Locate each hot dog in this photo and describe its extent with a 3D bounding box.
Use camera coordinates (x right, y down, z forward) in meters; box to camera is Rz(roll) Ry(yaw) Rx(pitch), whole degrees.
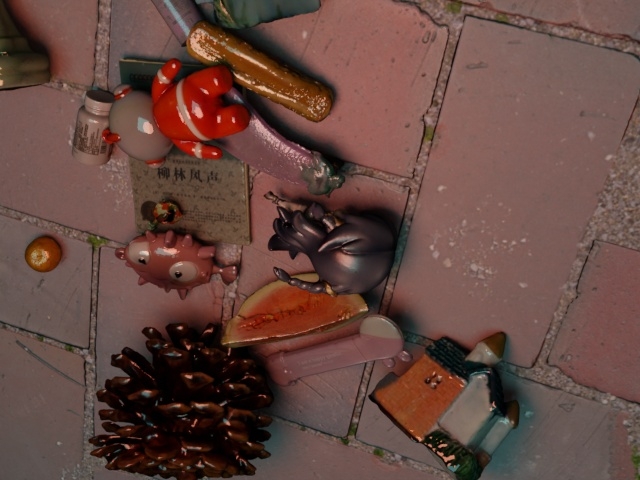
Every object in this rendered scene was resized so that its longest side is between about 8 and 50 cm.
[{"bbox_3d":[-0.107,-0.309,1.381,0.288,0.068,0.083,27,124,-13],"label":"hot dog"}]

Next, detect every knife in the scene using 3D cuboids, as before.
[{"bbox_3d":[0.020,0.240,1.601,0.398,0.038,0.132,-22,109,38],"label":"knife"}]

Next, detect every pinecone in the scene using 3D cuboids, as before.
[{"bbox_3d":[-0.299,0.353,1.627,0.397,0.398,0.398,7,116,14],"label":"pinecone"}]

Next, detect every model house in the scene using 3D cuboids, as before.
[{"bbox_3d":[-0.167,-0.495,1.270,0.241,0.225,0.261,14,120,45],"label":"model house"},{"bbox_3d":[0.288,0.311,1.531,0.291,0.184,0.253,-49,56,0],"label":"model house"}]

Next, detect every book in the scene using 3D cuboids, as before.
[{"bbox_3d":[-0.270,-0.174,1.537,0.264,0.031,0.380,6,116,13],"label":"book"}]

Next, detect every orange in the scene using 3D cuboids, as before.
[{"bbox_3d":[-0.632,0.033,1.727,0.083,0.070,0.083,1,102,7],"label":"orange"}]

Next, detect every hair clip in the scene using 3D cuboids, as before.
[{"bbox_3d":[-0.113,-0.195,1.436,0.358,0.110,0.096,29,76,-1],"label":"hair clip"}]

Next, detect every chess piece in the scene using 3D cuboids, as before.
[{"bbox_3d":[-0.646,-0.438,1.456,0.194,0.194,0.299,-4,104,19],"label":"chess piece"}]

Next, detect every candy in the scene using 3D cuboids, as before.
[{"bbox_3d":[-0.358,-0.027,1.596,0.055,0.049,0.184,38,130,-23],"label":"candy"}]

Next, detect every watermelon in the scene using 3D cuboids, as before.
[{"bbox_3d":[-0.050,0.134,1.563,0.303,0.159,0.129,-13,80,7],"label":"watermelon"}]

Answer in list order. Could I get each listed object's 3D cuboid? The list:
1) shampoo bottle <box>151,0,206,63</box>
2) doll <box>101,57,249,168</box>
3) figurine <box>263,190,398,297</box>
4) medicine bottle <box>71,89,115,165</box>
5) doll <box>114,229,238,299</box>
[{"bbox_3d":[-0.265,-0.428,1.396,0.072,0.072,0.214,-27,104,26],"label":"shampoo bottle"},{"bbox_3d":[-0.289,-0.228,1.426,0.336,0.105,0.200,-11,115,31],"label":"doll"},{"bbox_3d":[0.014,0.005,1.459,0.264,0.175,0.197,5,106,23],"label":"figurine"},{"bbox_3d":[-0.458,-0.230,1.542,0.079,0.079,0.140,23,118,6],"label":"medicine bottle"},{"bbox_3d":[-0.305,0.048,1.607,0.261,0.093,0.211,16,141,-9],"label":"doll"}]
